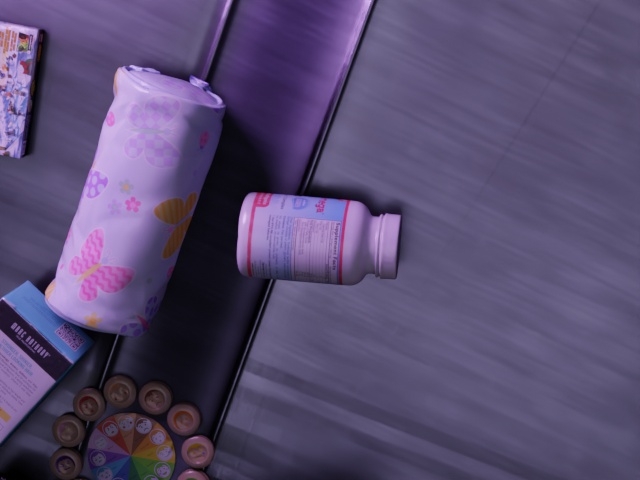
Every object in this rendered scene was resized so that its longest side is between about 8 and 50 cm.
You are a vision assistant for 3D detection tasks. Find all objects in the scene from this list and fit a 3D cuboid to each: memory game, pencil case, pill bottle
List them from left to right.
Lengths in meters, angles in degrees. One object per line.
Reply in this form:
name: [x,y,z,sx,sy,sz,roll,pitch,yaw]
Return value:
memory game: [-0.206,0.236,1.503,0.186,0.012,0.186,1,100,7]
pencil case: [-0.191,-0.040,1.403,0.124,0.113,0.273,23,102,22]
pill bottle: [0.000,0.000,1.400,0.160,0.087,0.087,5,100,5]

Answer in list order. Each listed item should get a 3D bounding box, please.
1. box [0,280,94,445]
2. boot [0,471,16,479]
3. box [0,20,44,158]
box: [-0.354,0.162,1.461,0.100,0.060,0.244,43,112,-2]
boot: [-0.349,0.394,1.504,0.207,0.094,0.246,-33,102,6]
box: [-0.345,-0.161,1.442,0.094,0.027,0.137,11,101,3]
